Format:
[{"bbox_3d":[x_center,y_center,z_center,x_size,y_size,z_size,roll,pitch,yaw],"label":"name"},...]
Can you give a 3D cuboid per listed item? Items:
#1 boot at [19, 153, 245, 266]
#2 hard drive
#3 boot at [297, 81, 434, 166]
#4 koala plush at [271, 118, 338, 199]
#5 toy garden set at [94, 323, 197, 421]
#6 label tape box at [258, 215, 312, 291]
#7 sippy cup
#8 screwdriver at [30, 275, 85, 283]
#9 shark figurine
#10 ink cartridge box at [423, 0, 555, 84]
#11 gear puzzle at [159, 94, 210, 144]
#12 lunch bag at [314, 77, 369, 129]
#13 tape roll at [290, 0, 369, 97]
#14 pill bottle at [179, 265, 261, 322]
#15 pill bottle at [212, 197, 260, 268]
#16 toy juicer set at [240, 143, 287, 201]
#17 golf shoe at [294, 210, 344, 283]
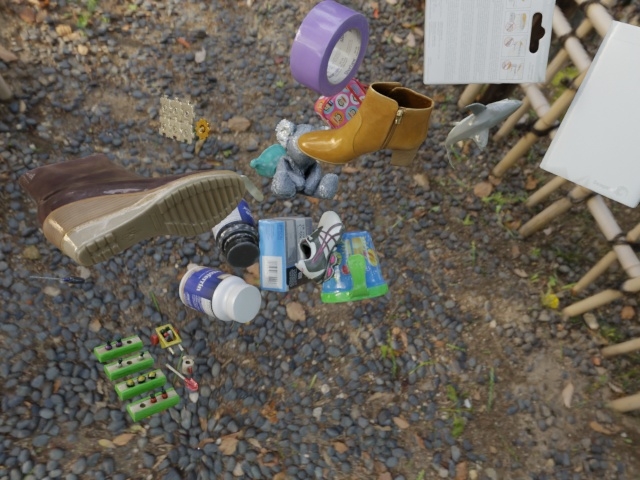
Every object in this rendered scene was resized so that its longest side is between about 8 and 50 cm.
[{"bbox_3d":[-0.252,-0.076,0.682,0.249,0.090,0.207,-26,48,-29],"label":"boot"},{"bbox_3d":[0.601,-0.246,1.005,0.203,0.307,0.040,33,30,29],"label":"hard drive"},{"bbox_3d":[0.093,-0.267,1.140,0.296,0.211,0.104,7,58,3],"label":"boot"},{"bbox_3d":[-0.058,-0.245,1.521,0.197,0.203,0.221,1,101,-19],"label":"koala plush"},{"bbox_3d":[-0.404,0.300,1.241,0.204,0.049,0.244,-14,39,-40],"label":"toy garden set"},{"bbox_3d":[-0.095,0.035,1.836,0.106,0.334,0.240,2,96,23],"label":"label tape box"},{"bbox_3d":[0.102,0.085,1.748,0.240,0.306,0.223,-9,90,-39],"label":"sippy cup"},{"bbox_3d":[-0.802,0.121,1.554,0.024,0.170,0.025,33,105,32],"label":"screwdriver"},{"bbox_3d":[0.427,-0.293,1.443,0.166,0.278,0.116,-8,73,-37],"label":"shark figurine"},{"bbox_3d":[0.322,-0.404,0.997,0.233,0.188,0.066,3,27,12],"label":"ink cartridge box"},{"bbox_3d":[-0.549,-0.487,2.081,0.339,0.175,0.044,22,23,37],"label":"gear puzzle"},{"bbox_3d":[0.143,-0.584,2.292,0.258,0.120,0.293,-48,124,-3],"label":"lunch bag"},{"bbox_3d":[0.022,-0.421,1.126,0.080,0.189,0.189,33,64,19],"label":"tape roll"},{"bbox_3d":[-0.336,0.184,1.713,0.265,0.153,0.153,12,58,36],"label":"pill bottle"},{"bbox_3d":[-0.241,-0.027,1.436,0.123,0.122,0.219,-10,44,-17],"label":"pill bottle"},{"bbox_3d":[-0.171,-0.257,1.825,0.329,0.209,0.089,-37,65,-22],"label":"toy juicer set"},{"bbox_3d":[0.000,0.000,1.587,0.120,0.105,0.272,28,49,-23],"label":"golf shoe"}]
